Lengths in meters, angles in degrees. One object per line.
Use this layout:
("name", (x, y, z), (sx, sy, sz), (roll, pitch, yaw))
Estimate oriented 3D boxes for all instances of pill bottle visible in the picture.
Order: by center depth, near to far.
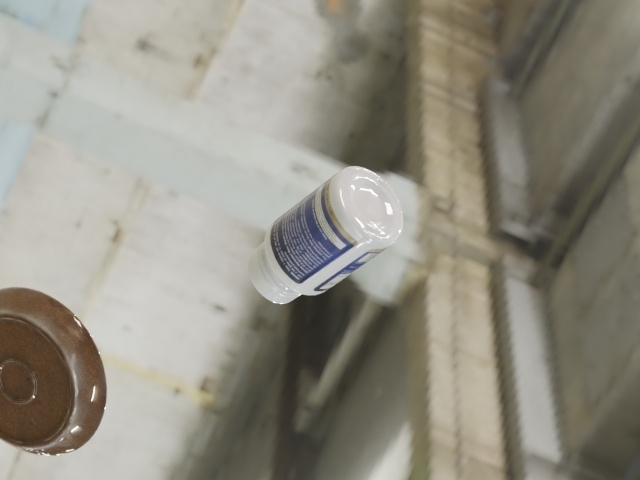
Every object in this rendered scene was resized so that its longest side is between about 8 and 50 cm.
("pill bottle", (0.000, 0.000, 1.885), (0.169, 0.094, 0.094), (-36, -151, 39))

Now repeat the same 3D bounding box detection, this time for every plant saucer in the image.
("plant saucer", (-0.277, 0.127, 1.667), (0.029, 0.168, 0.168), (-29, 152, -59))
